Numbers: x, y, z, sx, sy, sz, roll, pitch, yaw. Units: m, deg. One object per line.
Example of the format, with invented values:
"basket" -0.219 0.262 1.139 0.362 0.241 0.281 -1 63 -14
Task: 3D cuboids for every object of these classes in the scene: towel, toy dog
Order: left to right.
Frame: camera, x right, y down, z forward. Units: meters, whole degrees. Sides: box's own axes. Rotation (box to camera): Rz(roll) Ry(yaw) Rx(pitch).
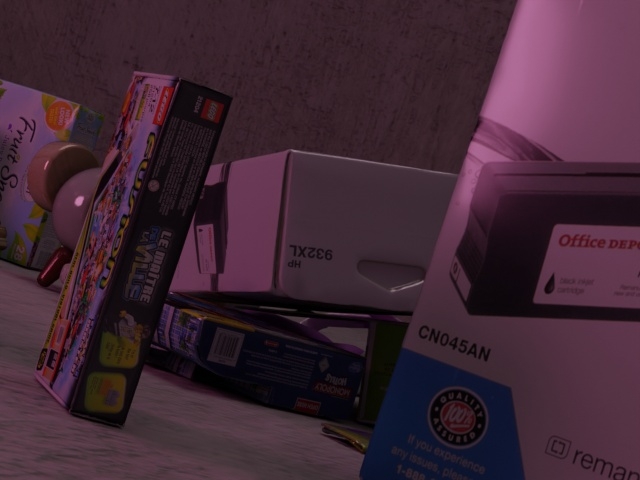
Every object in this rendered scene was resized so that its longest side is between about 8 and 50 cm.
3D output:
"toy dog" -0.197 0.029 1.840 0.333 0.161 0.220 34 -10 -23
"towel" 0.046 0.159 1.268 0.083 0.009 0.060 17 1 -39

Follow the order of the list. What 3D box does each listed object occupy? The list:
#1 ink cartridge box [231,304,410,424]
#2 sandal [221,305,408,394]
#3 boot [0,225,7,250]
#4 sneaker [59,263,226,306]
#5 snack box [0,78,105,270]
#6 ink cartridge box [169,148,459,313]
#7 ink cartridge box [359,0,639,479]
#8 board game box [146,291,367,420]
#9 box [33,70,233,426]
"ink cartridge box" 0.059 0.121 1.524 0.255 0.097 0.189 6 -3 14
"sandal" 0.043 0.108 1.778 0.169 0.102 0.416 19 1 38
"boot" -0.426 -0.080 1.887 0.213 0.165 0.077 16 0 35
"sneaker" -0.180 0.053 1.692 0.185 0.070 0.084 20 4 -44
"snack box" -0.379 -0.085 2.007 0.174 0.207 0.070 19 1 23
"ink cartridge box" 0.000 0.000 1.523 0.223 0.129 0.307 7 -4 -25
"ink cartridge box" 0.230 0.017 1.021 0.285 0.395 0.166 18 -1 39
"board game box" -0.097 0.085 1.392 0.194 0.060 0.194 18 -1 -44
"box" -0.117 0.001 1.004 0.036 0.207 0.114 18 0 -22
